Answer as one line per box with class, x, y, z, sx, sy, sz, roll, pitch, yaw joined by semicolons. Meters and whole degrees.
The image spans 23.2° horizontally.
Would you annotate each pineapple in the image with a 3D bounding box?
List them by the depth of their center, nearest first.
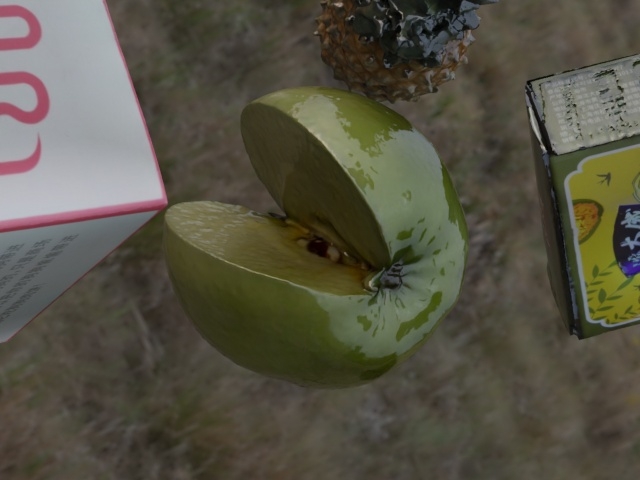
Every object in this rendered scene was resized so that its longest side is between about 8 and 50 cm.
pineapple;0.088;-0.220;1.492;0.169;0.169;0.340;62;-6;-3

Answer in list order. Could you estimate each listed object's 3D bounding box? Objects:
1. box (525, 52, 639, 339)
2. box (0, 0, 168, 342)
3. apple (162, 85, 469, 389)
box;0.478;-0.076;1.916;0.373;0.420;0.138;72;6;-49
box;-0.326;-0.087;1.035;0.312;0.314;0.300;-10;75;-36
apple;0.000;0.000;1.484;0.254;0.292;0.292;31;-10;49
